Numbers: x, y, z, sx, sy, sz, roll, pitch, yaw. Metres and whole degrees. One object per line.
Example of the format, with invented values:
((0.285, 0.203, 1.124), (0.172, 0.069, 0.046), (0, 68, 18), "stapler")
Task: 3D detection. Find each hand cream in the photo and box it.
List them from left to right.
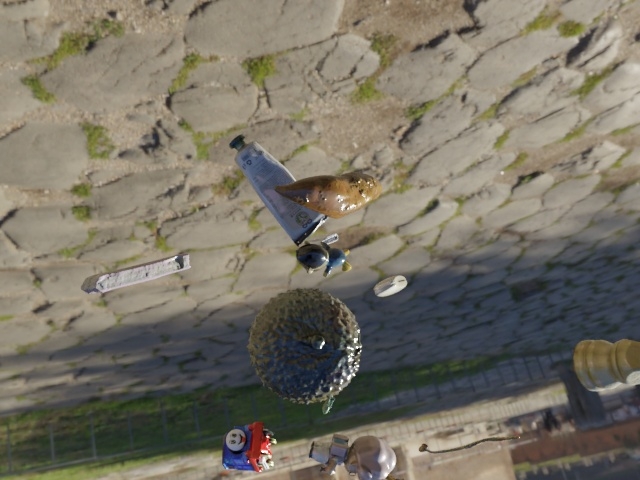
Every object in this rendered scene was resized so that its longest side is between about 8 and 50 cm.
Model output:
((-0.125, -0.148, 1.704), (0.121, 0.336, 0.076), (-41, 180, -6), "hand cream")

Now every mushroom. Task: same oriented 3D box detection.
((0.421, 0.580, 1.766), (0.286, 0.026, 0.028), (-7, 116, 6), "mushroom")

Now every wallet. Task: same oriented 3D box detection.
((0.000, 0.000, 1.797), (0.061, 0.025, 0.122), (-27, -171, -23), "wallet")

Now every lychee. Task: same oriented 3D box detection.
((-0.035, 0.233, 1.383), (0.255, 0.255, 0.274), (-11, 165, -10), "lychee")

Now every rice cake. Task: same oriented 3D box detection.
((-0.497, 0.089, 1.710), (0.298, 0.050, 0.106), (-15, -176, -43), "rice cake")

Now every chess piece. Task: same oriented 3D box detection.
((0.526, 0.197, 1.020), (0.090, 0.090, 0.200), (0, 165, -33), "chess piece")

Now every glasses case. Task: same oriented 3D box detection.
((0.225, 0.145, 1.988), (0.081, 0.051, 0.204), (-26, 170, 15), "glasses case")

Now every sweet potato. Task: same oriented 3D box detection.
((0.052, -0.100, 1.374), (0.354, 0.106, 0.095), (-9, 121, -51), "sweet potato")

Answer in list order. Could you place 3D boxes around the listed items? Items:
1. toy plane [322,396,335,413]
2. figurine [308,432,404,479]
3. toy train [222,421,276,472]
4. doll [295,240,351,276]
((0.028, 0.547, 2.097), (0.033, 0.083, 0.080), (17, 152, -1), "toy plane")
((0.087, 0.508, 1.457), (0.228, 0.112, 0.137), (10, -178, 5), "figurine")
((-0.174, 0.493, 1.474), (0.131, 0.083, 0.204), (4, 150, 2), "toy train")
((0.003, 0.047, 1.649), (0.179, 0.102, 0.089), (16, 148, -40), "doll")
